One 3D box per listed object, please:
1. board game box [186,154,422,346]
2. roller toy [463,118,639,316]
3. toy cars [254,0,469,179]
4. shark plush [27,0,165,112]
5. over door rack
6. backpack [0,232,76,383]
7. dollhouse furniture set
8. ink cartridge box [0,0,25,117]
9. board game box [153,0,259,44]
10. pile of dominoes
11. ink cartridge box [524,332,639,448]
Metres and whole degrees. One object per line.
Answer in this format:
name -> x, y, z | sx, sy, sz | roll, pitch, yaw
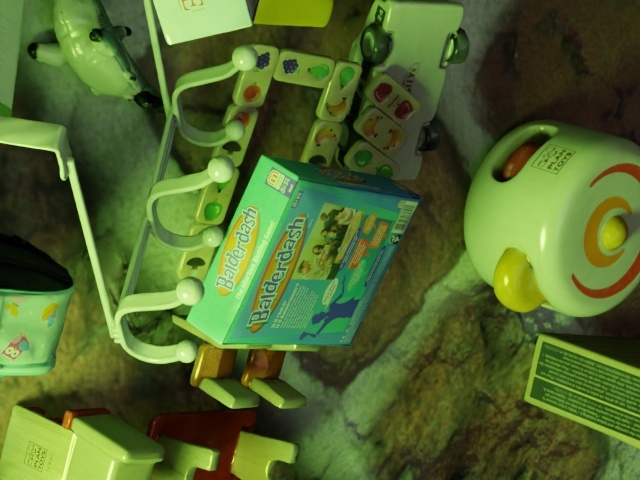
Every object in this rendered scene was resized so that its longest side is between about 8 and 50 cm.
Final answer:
board game box -> -0.011, 0.014, 1.519 | 0.210, 0.047, 0.160 | 7, 112, -58
roller toy -> 0.257, -0.023, 1.795 | 0.209, 0.146, 0.191 | 1, 104, -41
toy cars -> 0.021, -0.219, 1.559 | 0.176, 0.087, 0.394 | -35, 131, -3
shark plush -> -0.167, -0.158, 1.436 | 0.161, 0.073, 0.067 | 35, 50, -38
over door rack -> -0.128, -0.079, 1.314 | 0.324, 0.108, 0.239 | 67, 28, -55
backpack -> -0.289, 0.055, 1.320 | 0.188, 0.166, 0.144 | -3, 108, -38
dollhouse furniture set -> -0.145, 0.195, 1.553 | 0.259, 0.135, 0.262 | 6, 101, -54
ink cartridge box -> -0.313, -0.212, 1.267 | 0.189, 0.097, 0.255 | 32, 48, -43
board game box -> -0.107, -0.338, 1.226 | 0.066, 0.318, 0.319 | -13, 112, 8
pile of dominoes -> -0.010, -0.045, 1.566 | 0.196, 0.040, 0.251 | 6, 115, -31
ink cartridge box -> 0.379, 0.172, 1.940 | 0.234, 0.193, 0.088 | 7, 100, -42
